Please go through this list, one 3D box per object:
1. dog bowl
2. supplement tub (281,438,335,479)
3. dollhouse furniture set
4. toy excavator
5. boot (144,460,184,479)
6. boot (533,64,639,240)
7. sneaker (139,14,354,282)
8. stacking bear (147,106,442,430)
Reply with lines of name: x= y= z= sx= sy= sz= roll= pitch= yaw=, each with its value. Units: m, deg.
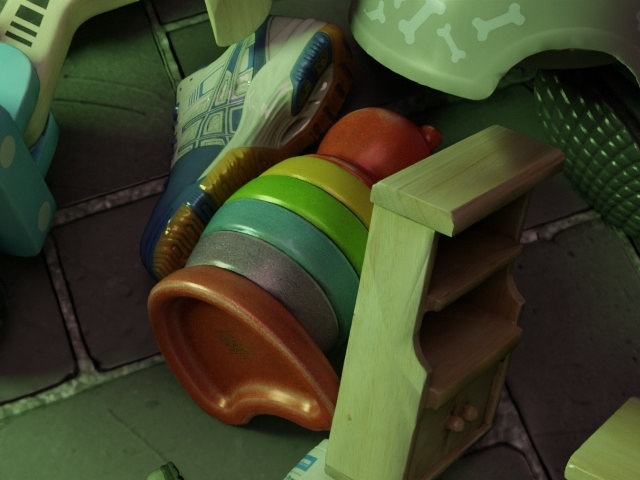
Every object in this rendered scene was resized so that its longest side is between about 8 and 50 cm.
dog bowl: x=0.200 y=-0.245 z=1.180 sx=0.349 sy=0.102 sz=0.349 roll=0 pitch=34 yaw=0
supplement tub: x=-0.009 y=0.220 z=1.037 sx=0.071 sy=0.071 sz=0.107 roll=39 pitch=69 yaw=17
dollhouse furniture set: x=0.223 y=0.118 z=0.908 sx=0.394 sy=0.256 sz=0.362 roll=25 pitch=31 yaw=28
toy excavator: x=-0.289 y=-0.134 z=1.103 sx=0.433 sy=0.222 sz=0.445 roll=9 pitch=64 yaw=10
boot: x=-0.148 y=0.301 z=0.993 sx=0.161 sy=0.083 sz=0.246 roll=-17 pitch=63 yaw=-2
boot: x=0.371 y=-0.078 z=1.186 sx=0.223 sy=0.118 sz=0.338 roll=-31 pitch=72 yaw=-24
sneaker: x=-0.089 y=-0.086 z=1.186 sx=0.131 sy=0.112 sz=0.296 roll=20 pitch=62 yaw=28
stacking bear: x=0.000 y=0.000 z=1.100 sx=0.175 sy=0.164 sz=0.289 roll=-5 pitch=37 yaw=47
